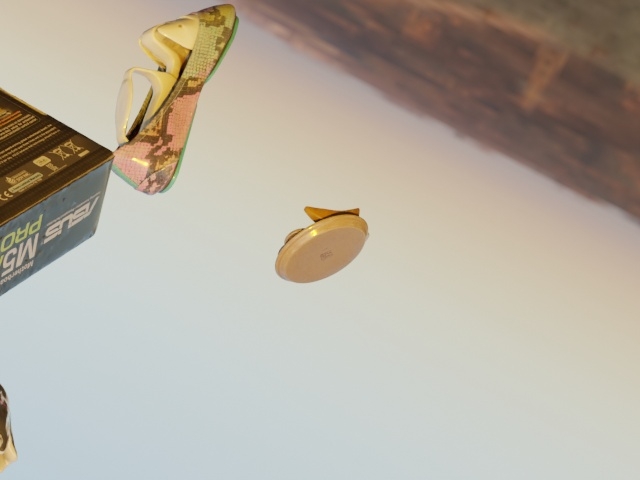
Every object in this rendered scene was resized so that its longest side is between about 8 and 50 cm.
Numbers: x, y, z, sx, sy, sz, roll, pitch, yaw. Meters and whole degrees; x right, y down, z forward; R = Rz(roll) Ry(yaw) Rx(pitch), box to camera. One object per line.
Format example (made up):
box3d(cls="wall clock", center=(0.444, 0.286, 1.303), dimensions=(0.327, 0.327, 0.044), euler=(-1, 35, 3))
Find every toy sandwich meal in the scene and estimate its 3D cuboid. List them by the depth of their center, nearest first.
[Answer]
box3d(cls="toy sandwich meal", center=(0.000, 0.000, 1.417), dimensions=(0.085, 0.085, 0.029), euler=(20, -146, -54))

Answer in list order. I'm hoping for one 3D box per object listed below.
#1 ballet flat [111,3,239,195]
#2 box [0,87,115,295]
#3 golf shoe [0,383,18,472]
box3d(cls="ballet flat", center=(-0.140, -0.145, 1.730), dimensions=(0.079, 0.221, 0.077), euler=(33, 149, -23))
box3d(cls="box", center=(-0.274, -0.026, 1.005), dimensions=(0.216, 0.060, 0.270), euler=(29, -145, 17))
box3d(cls="golf shoe", center=(-0.333, 0.153, 1.728), dimensions=(0.120, 0.105, 0.273), euler=(57, -178, 7))
